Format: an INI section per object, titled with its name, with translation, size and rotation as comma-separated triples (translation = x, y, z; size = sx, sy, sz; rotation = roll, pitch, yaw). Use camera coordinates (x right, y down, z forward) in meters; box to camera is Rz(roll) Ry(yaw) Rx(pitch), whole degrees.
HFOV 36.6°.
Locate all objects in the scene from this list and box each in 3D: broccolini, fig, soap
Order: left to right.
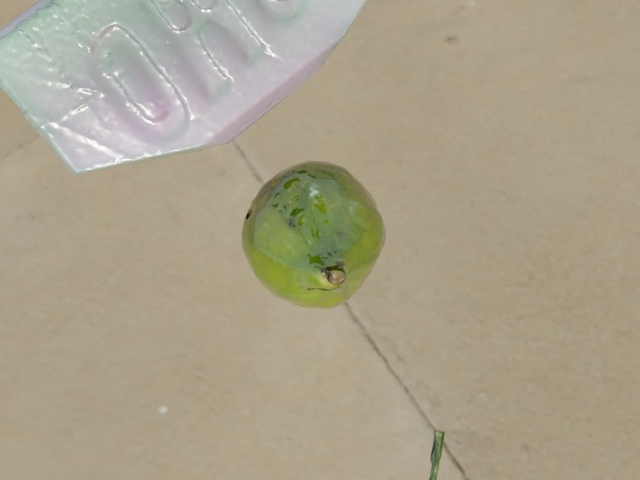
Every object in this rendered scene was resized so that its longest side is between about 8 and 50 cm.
[soap]
translation = -0.149, -0.257, 1.168
size = 0.446, 0.261, 0.156
rotation = -38, 12, -5
[fig]
translation = -0.023, -0.007, 1.479
size = 0.233, 0.314, 0.233
rotation = 2, 96, 17
[broccolini]
translation = 0.153, 0.318, 1.271
size = 0.035, 0.030, 0.140
rotation = 4, 68, 21
